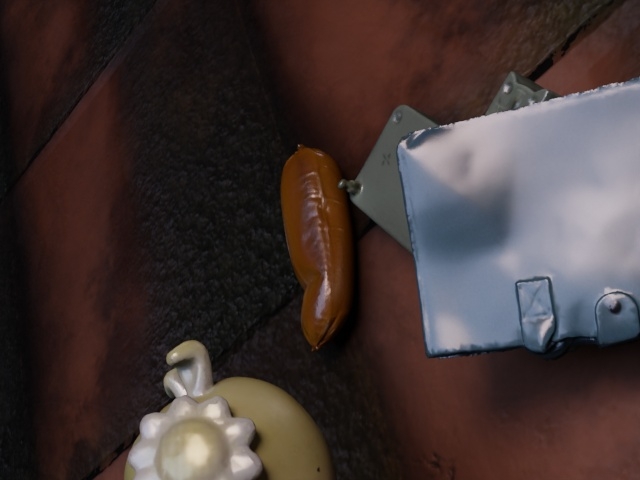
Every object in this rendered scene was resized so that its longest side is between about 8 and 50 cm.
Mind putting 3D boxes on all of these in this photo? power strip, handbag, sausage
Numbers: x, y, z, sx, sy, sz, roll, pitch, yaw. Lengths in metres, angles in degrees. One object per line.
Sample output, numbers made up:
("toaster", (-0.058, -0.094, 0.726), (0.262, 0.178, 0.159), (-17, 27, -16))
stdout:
("power strip", (0.112, -0.042, 0.646), (0.216, 0.061, 0.145), (43, 108, 47))
("handbag", (0.159, -0.010, 0.533), (0.221, 0.057, 0.144), (-10, 75, 21))
("sausage", (0.000, 0.000, 0.765), (0.062, 0.054, 0.183), (112, 153, -60))

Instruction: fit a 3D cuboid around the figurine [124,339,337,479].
("figurine", (0.019, 0.232, 0.504), (0.394, 0.275, 0.226), (64, 163, 11))
